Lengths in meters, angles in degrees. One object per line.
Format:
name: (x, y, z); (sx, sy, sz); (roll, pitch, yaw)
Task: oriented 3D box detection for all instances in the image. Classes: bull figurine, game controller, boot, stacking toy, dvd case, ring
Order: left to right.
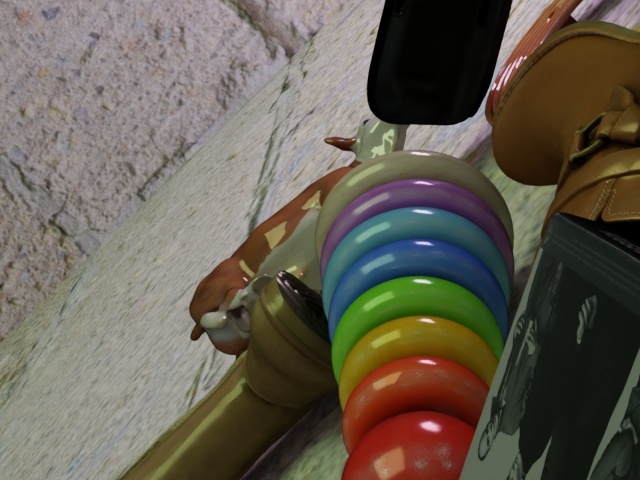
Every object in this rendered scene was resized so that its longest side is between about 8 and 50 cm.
boot: (-0.080, 0.153, 0.940); (0.269, 0.089, 0.236); (-44, -14, 2)
bull figurine: (0.000, 0.000, 1.175); (0.310, 0.101, 0.188); (-46, 15, 0)
stacking toy: (0.063, 0.072, 0.750); (0.141, 0.141, 0.330); (-41, 21, 21)
game controller: (0.127, -0.258, 1.131); (0.067, 0.166, 0.319); (27, 110, 44)
dvd case: (0.090, 0.119, 0.489); (0.179, 0.029, 0.239); (-120, 46, -76)
boot: (0.181, -0.040, 0.785); (0.283, 0.109, 0.220); (-18, 35, 50)
ring: (0.279, -0.213, 1.099); (0.336, 0.032, 0.336); (-44, 14, 14)
